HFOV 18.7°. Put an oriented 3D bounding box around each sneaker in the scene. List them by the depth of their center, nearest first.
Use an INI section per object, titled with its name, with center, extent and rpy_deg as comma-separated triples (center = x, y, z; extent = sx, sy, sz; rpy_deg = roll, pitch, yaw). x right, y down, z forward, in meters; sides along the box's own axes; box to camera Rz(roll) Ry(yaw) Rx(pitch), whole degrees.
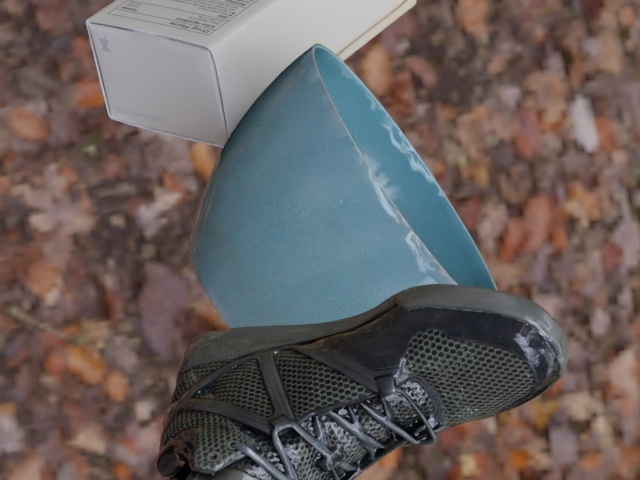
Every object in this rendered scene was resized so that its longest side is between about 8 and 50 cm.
[sneaker]
center = 0.013, 0.095, 0.963
extent = 0.087, 0.227, 0.130
rpy_deg = 59, 34, -33

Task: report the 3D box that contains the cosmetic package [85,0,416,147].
[cosmetic package]
center = -0.060, -0.221, 1.873
extent = 0.309, 0.160, 0.113
rpy_deg = -41, 134, -38

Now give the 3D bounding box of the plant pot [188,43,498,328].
[plant pot]
center = 0.000, 0.000, 1.712
extent = 0.290, 0.195, 0.290
rpy_deg = 53, 12, -16
